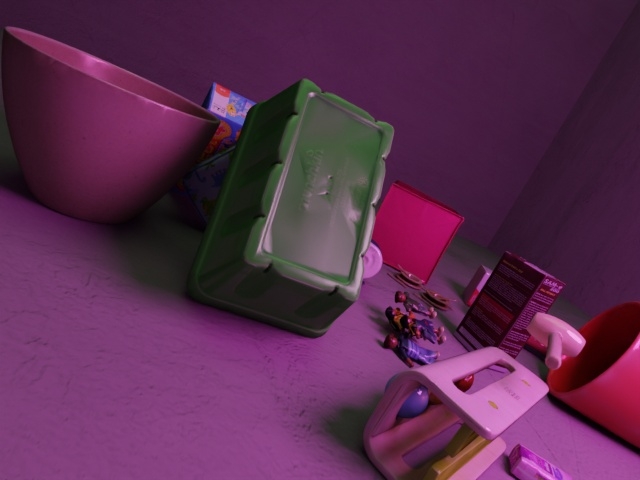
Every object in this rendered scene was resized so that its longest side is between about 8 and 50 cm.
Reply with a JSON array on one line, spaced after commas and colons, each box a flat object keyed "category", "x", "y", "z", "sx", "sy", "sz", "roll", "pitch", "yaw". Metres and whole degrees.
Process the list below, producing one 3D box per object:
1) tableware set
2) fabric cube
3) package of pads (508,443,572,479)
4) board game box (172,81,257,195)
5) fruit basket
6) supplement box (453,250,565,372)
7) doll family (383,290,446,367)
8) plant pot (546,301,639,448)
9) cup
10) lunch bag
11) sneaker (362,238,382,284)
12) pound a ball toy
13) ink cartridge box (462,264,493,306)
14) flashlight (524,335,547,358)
[{"category": "tableware set", "x": 0.307, "y": 0.138, "z": 1.238, "sx": 0.128, "sy": 0.039, "sz": 0.194, "roll": 12, "pitch": 20, "yaw": -44}, {"category": "fabric cube", "x": 0.313, "y": -0.040, "z": 1.446, "sx": 0.259, "sy": 0.254, "sz": 0.258, "roll": 28, "pitch": 14, "yaw": 6}, {"category": "package of pads", "x": 0.308, "y": 0.327, "z": 0.580, "sx": 0.083, "sy": 0.032, "sz": 0.050, "roll": 31, "pitch": 12, "yaw": 17}, {"category": "board game box", "x": -0.179, "y": -0.186, "z": 1.023, "sx": 0.302, "sy": 0.308, "sz": 0.086, "roll": 19, "pitch": 54, "yaw": -27}, {"category": "fruit basket", "x": -0.047, "y": -0.029, "z": 0.730, "sx": 0.283, "sy": 0.392, "sz": 0.392, "roll": 22, "pitch": 15, "yaw": -19}, {"category": "supplement box", "x": 0.420, "y": 0.160, "z": 0.946, "sx": 0.073, "sy": 0.239, "sz": 0.130, "roll": 20, "pitch": 16, "yaw": -24}, {"category": "doll family", "x": 0.176, "y": 0.171, "z": 0.822, "sx": 0.111, "sy": 0.076, "sz": 0.193, "roll": 29, "pitch": 16, "yaw": -11}, {"category": "plant pot", "x": 0.682, "y": 0.309, "z": 0.885, "sx": 0.243, "sy": 0.275, "sz": 0.275, "roll": 41, "pitch": 17, "yaw": 13}, {"category": "cup", "x": -0.374, "y": -0.170, "z": 0.721, "sx": 0.331, "sy": 0.237, "sz": 0.331, "roll": 25, "pitch": 14, "yaw": -7}, {"category": "lunch bag", "x": -0.163, "y": -0.111, "z": 0.885, "sx": 0.176, "sy": 0.219, "sz": 0.090, "roll": 62, "pitch": 9, "yaw": -18}, {"category": "sneaker", "x": 0.001, "y": 0.000, "z": 1.055, "sx": 0.323, "sy": 0.130, "sz": 0.236, "roll": 22, "pitch": 4, "yaw": 0}, {"category": "pound a ball toy", "x": 0.211, "y": 0.184, "z": 0.555, "sx": 0.136, "sy": 0.208, "sz": 0.319, "roll": 37, "pitch": 18, "yaw": 36}, {"category": "ink cartridge box", "x": 0.589, "y": 0.186, "z": 1.387, "sx": 0.176, "sy": 0.128, "sz": 0.127, "roll": 29, "pitch": 14, "yaw": 8}, {"category": "flashlight", "x": 0.594, "y": 0.262, "z": 1.176, "sx": 0.304, "sy": 0.103, "sz": 0.103, "roll": 31, "pitch": 14, "yaw": 21}]
